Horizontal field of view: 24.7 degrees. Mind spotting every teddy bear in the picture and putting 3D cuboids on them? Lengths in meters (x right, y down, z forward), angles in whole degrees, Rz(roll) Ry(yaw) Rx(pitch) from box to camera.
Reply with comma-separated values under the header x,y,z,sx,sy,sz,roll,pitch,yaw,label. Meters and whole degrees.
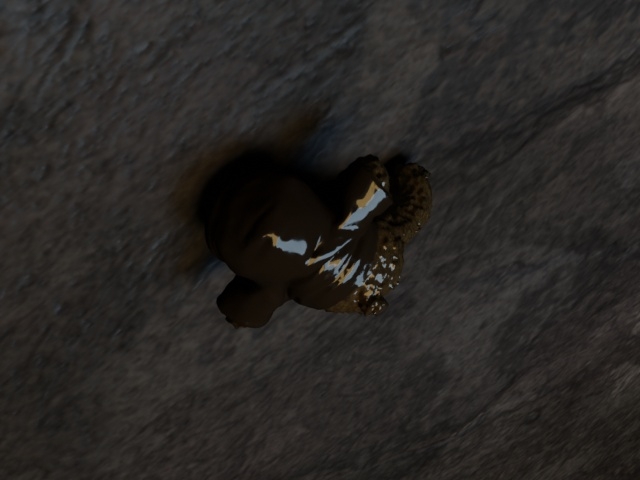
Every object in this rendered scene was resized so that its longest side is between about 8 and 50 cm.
x,y,z,sx,sy,sz,roll,pitch,yaw,label
0.006,0.007,0.767,0.119,0.078,0.160,-46,154,21,teddy bear
